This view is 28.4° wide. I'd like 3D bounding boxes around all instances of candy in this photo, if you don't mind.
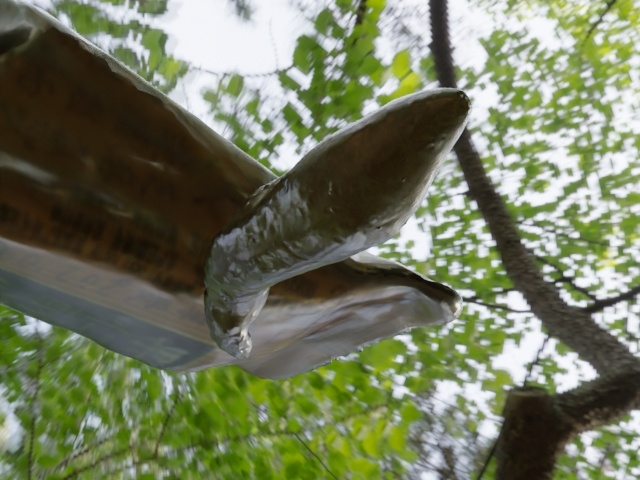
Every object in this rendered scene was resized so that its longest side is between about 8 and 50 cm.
[{"bbox_3d":[-0.075,-0.004,0.540,0.271,0.143,0.101,29,-124,-30],"label":"candy"}]

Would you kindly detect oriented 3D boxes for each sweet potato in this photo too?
[{"bbox_3d":[-0.006,-0.003,0.401,0.041,0.153,0.038,35,-135,-11],"label":"sweet potato"}]
